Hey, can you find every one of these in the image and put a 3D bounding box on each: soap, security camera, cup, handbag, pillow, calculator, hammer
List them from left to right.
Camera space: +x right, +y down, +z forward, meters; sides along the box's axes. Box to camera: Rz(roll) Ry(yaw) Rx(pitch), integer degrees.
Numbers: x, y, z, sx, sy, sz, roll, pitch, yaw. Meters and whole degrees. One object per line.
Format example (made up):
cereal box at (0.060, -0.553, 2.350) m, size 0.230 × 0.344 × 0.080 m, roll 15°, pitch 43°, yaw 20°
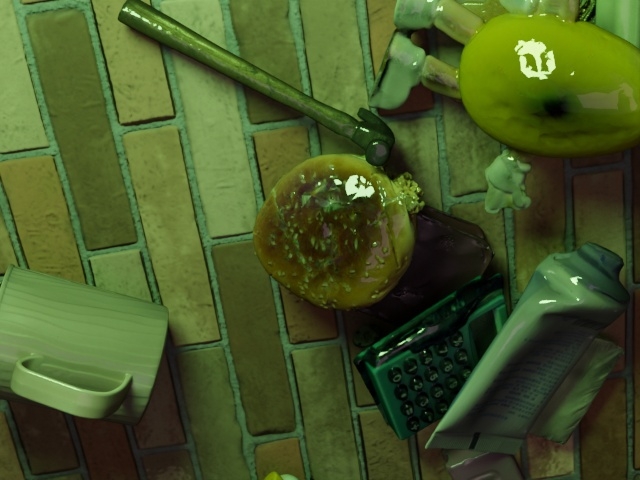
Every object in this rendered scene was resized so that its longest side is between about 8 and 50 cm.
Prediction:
cup at (-0.385, 0.163, 1.485) m, size 0.273 × 0.288 × 0.208 m, roll 16°, pitch 76°, yaw -14°
hammer at (-0.090, -0.237, 1.404) m, size 0.440 × 0.168 × 0.044 m, roll 27°, pitch 108°, yaw -6°
security camera at (0.094, 0.195, 1.652) m, size 0.058 × 0.058 × 0.092 m, roll -23°, pitch 122°, yaw 6°
handbag at (0.148, 0.041, 1.571) m, size 0.216 × 0.074 × 0.203 m, roll 21°, pitch 111°, yaw -10°
calculator at (0.203, 0.200, 1.581) m, size 0.274 × 0.058 × 0.248 m, roll -30°, pitch 135°, yaw -8°
soap at (0.317, 0.452, 1.769) m, size 0.122 × 0.065 × 0.203 m, roll -25°, pitch 114°, yaw 8°
pillow at (0.430, 0.259, 1.698) m, size 0.128 × 0.051 × 0.229 m, roll 22°, pitch 112°, yaw -9°

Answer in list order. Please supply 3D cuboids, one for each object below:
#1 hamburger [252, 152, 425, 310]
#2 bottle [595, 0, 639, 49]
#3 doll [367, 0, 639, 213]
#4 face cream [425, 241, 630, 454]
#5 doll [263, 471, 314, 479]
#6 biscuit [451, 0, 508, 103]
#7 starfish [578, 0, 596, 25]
hamburger at (0.036, -0.014, 1.453) m, size 0.286 × 0.146 × 0.243 m, roll -13°, pitch 88°, yaw 24°
bottle at (0.430, -0.312, 1.378) m, size 0.072 × 0.072 × 0.201 m, roll -4°, pitch 111°, yaw -2°
doll at (0.263, -0.218, 1.370) m, size 0.423 × 0.161 × 0.348 m, roll 45°, pitch 134°, yaw -3°
face cream at (0.356, 0.189, 1.568) m, size 0.235 × 0.137 × 0.420 m, roll 13°, pitch 114°, yaw -40°
doll at (0.008, 0.541, 1.750) m, size 0.314 × 0.141 × 0.177 m, roll 37°, pitch 113°, yaw -14°
biscuit at (0.270, -0.311, 1.422) m, size 0.153 × 0.030 × 0.234 m, roll 9°, pitch 115°, yaw 13°
starfish at (0.359, -0.313, 1.436) m, size 0.176 × 0.053 × 0.208 m, roll 26°, pitch 108°, yaw -10°
